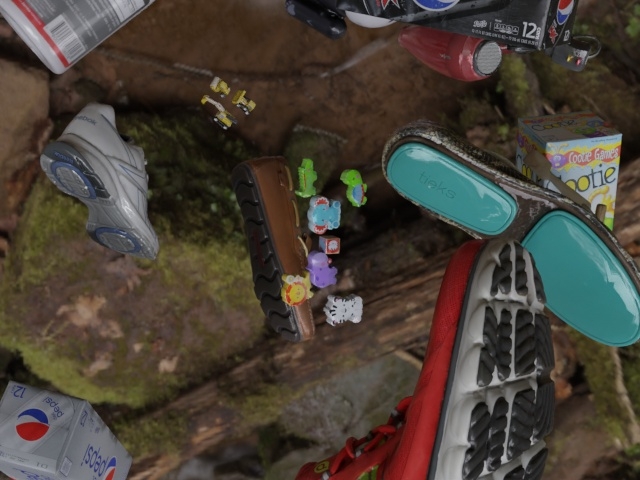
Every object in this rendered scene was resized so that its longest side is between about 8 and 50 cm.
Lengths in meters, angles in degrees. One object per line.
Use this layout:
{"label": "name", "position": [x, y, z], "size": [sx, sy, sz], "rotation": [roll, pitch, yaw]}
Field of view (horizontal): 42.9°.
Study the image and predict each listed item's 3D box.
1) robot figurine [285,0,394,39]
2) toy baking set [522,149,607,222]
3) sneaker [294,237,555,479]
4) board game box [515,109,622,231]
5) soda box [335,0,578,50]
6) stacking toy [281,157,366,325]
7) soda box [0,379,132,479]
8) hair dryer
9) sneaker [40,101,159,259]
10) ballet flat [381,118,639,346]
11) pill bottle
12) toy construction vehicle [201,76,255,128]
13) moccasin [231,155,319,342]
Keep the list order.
{"label": "robot figurine", "position": [0.031, -0.428, 1.182], "size": [0.173, 0.278, 0.209], "rotation": [-45, 161, -23]}
{"label": "toy baking set", "position": [0.390, -0.017, 1.399], "size": [0.030, 0.196, 0.256], "rotation": [-16, 121, -65]}
{"label": "sneaker", "position": [0.040, 0.127, 0.426], "size": [0.107, 0.118, 0.279], "rotation": [17, 88, -54]}
{"label": "board game box", "position": [0.453, -0.084, 1.519], "size": [0.144, 0.142, 0.275], "rotation": [-7, 117, -5]}
{"label": "soda box", "position": [0.096, -0.181, 0.586], "size": [0.060, 0.169, 0.053], "rotation": [-24, 128, -51]}
{"label": "stacking toy", "position": [0.000, 0.000, 1.142], "size": [0.052, 0.167, 0.221], "rotation": [-2, 100, -27]}
{"label": "soda box", "position": [-0.320, 0.270, 1.017], "size": [0.098, 0.091, 0.286], "rotation": [13, 152, 5]}
{"label": "hair dryer", "position": [0.252, -0.275, 1.190], "size": [0.293, 0.223, 0.080], "rotation": [12, 109, 16]}
{"label": "sneaker", "position": [-0.288, -0.074, 1.182], "size": [0.111, 0.129, 0.297], "rotation": [13, 149, 15]}
{"label": "ballet flat", "position": [0.317, -0.039, 1.260], "size": [0.164, 0.483, 0.182], "rotation": [-57, 174, 36]}
{"label": "pill bottle", "position": [-0.372, -0.419, 1.328], "size": [0.283, 0.161, 0.161], "rotation": [-42, 144, -11]}
{"label": "toy construction vehicle", "position": [-0.176, -0.267, 1.574], "size": [0.098, 0.086, 0.035], "rotation": [42, 150, -25]}
{"label": "moccasin", "position": [-0.071, 0.016, 1.649], "size": [0.147, 0.380, 0.139], "rotation": [-12, 173, -35]}
